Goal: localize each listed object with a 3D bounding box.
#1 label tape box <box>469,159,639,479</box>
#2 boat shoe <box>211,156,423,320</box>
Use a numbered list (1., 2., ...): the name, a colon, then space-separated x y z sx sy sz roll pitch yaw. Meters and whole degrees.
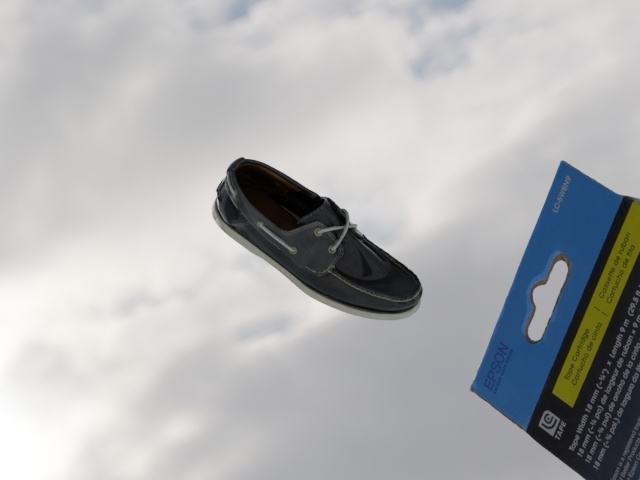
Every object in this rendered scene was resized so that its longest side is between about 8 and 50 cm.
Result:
1. label tape box: 0.308 0.110 1.610 0.106 0.334 0.240 -4 -58 -44
2. boat shoe: 0.000 0.000 1.904 0.084 0.233 0.079 -51 -10 -42
